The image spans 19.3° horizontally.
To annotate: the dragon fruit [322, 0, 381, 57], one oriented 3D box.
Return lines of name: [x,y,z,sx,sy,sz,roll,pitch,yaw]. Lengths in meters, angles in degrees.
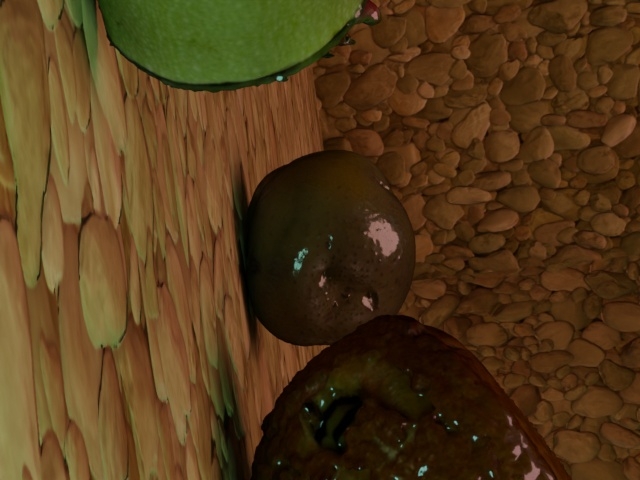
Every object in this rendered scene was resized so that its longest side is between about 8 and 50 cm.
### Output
dragon fruit: [-0.023,-0.231,1.506,0.236,0.137,0.135,83,-13,-62]

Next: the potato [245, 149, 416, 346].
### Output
potato: [0.000,0.000,1.548,0.194,0.157,0.157,-120,-161,-60]

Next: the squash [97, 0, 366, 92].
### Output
squash: [-0.053,-0.182,0.755,0.247,0.132,0.132,76,7,-57]

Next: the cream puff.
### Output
cream puff: [0.067,0.206,1.231,0.303,0.212,0.303,52,-8,10]
